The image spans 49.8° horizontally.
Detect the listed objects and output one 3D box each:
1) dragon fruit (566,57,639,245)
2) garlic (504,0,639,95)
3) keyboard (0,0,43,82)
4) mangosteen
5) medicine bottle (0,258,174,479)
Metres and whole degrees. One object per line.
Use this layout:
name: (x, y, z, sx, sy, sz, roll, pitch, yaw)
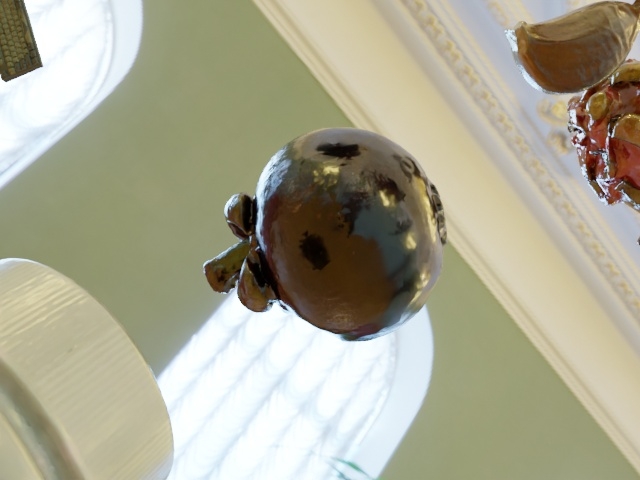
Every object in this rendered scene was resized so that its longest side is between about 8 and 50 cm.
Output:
dragon fruit: (0.555, -0.185, 1.161, 0.263, 0.314, 0.296, 23, -13, -8)
garlic: (0.355, -0.270, 0.918, 0.198, 0.090, 0.128, -20, -47, 10)
keyboard: (-0.388, -0.283, 0.844, 0.014, 0.055, 0.176, 45, 25, -81)
mangosteen: (0.000, 0.000, 0.729, 0.265, 0.228, 0.228, -14, -45, 7)
medicine bottle: (-0.251, 0.158, 0.341, 0.190, 0.332, 0.190, 21, -52, 30)
